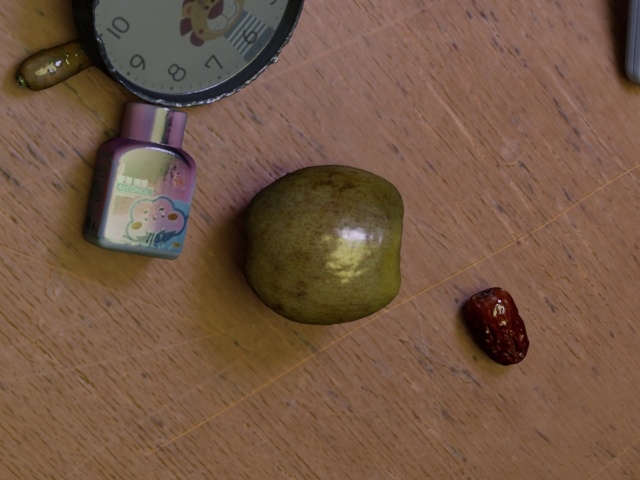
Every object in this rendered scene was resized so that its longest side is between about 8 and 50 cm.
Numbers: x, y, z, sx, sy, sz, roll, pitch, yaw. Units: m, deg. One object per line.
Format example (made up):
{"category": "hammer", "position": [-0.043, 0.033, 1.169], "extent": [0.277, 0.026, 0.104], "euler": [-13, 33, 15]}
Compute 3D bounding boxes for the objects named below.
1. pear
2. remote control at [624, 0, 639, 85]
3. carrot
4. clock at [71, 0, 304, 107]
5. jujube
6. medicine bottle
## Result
{"category": "pear", "position": [0.000, 0.000, 1.881], "extent": [0.211, 0.228, 0.188], "euler": [7, 133, -8]}
{"category": "remote control", "position": [0.482, -0.338, 2.101], "extent": [0.087, 0.047, 0.244], "euler": [-30, 132, -32]}
{"category": "carrot", "position": [-0.267, -0.247, 1.813], "extent": [0.254, 0.049, 0.049], "euler": [-25, 107, -23]}
{"category": "clock", "position": [-0.154, -0.311, 1.781], "extent": [0.313, 0.061, 0.312], "euler": [-19, 129, -26]}
{"category": "jujube", "position": [0.258, 0.127, 2.092], "extent": [0.077, 0.077, 0.129], "euler": [-38, 121, -16]}
{"category": "medicine bottle", "position": [-0.223, -0.078, 1.826], "extent": [0.119, 0.094, 0.188], "euler": [10, 93, -24]}
